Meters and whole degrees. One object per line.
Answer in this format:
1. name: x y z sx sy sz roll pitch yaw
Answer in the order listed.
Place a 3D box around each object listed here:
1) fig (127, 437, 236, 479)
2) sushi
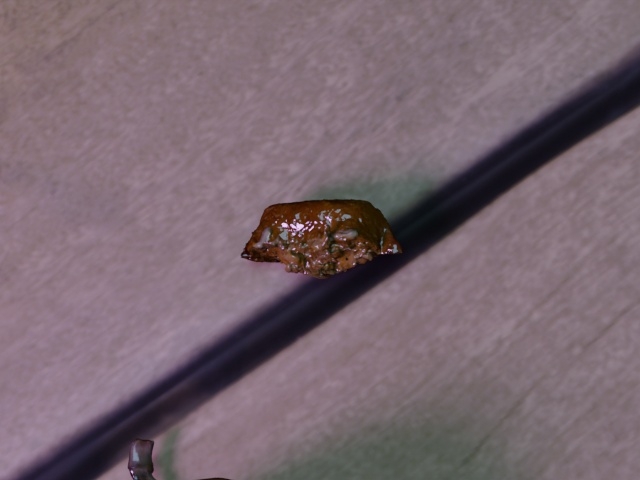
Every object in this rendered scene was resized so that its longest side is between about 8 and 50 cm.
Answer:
1. fig: -0.082 0.223 1.026 0.202 0.148 0.149 -6 17 46
2. sushi: 0.002 0.001 1.164 0.118 0.061 0.060 -8 70 29
